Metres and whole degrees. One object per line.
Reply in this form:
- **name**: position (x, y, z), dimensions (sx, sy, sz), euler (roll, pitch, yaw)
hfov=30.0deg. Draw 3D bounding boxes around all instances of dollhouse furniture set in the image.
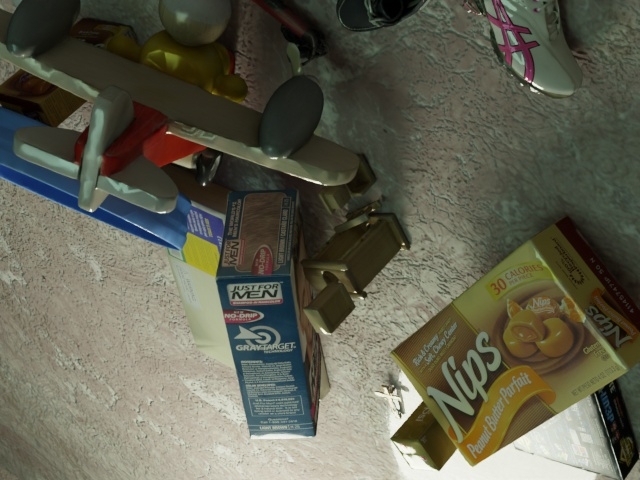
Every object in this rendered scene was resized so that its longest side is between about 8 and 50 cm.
- **dollhouse furniture set**: position (0.000, 0.000, 1.563), dimensions (0.101, 0.182, 0.161), euler (3, 129, 48)

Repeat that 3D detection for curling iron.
- **curling iron**: position (-0.100, -0.308, 1.463), dimensions (0.274, 0.035, 0.068), euler (41, 149, 6)

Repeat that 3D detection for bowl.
- **bowl**: position (-0.363, -0.097, 1.714), dimensions (0.391, 0.077, 0.391), euler (23, 174, 2)

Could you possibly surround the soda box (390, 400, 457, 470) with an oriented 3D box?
- **soda box**: position (0.179, 0.231, 1.623), dimensions (0.061, 0.181, 0.058), euler (-11, 119, 54)

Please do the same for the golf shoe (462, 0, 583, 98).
- **golf shoe**: position (0.204, -0.221, 1.179), dimensions (0.186, 0.067, 0.086), euler (51, 147, -8)

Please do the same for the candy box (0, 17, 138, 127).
- **candy box**: position (-0.359, -0.240, 1.699), dimensions (0.109, 0.187, 0.053), euler (17, 141, 37)

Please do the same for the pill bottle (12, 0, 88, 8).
- **pill bottle**: position (-0.390, -0.437, 1.533), dimensions (0.160, 0.160, 0.283), euler (9, 134, 44)

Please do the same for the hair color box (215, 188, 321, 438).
- **hair color box**: position (-0.067, 0.112, 1.707), dimensions (0.105, 0.174, 0.347), euler (-3, 134, 5)

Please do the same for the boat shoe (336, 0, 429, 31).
- **boat shoe**: position (0.070, -0.266, 1.284), dimensions (0.075, 0.065, 0.206), euler (53, 148, -14)

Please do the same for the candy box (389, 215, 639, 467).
- **candy box**: position (0.238, 0.130, 1.448), dimensions (0.183, 0.087, 0.316), euler (55, 140, 10)

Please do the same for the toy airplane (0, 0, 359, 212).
- **toy airplane**: position (-0.189, -0.184, 1.401), dimensions (0.384, 0.386, 0.272), euler (40, 114, 48)

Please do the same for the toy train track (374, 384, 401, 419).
- **toy train track**: position (0.114, 0.253, 1.888), dimensions (0.048, 0.014, 0.083), euler (10, 140, 34)

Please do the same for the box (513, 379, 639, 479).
- **box**: position (0.309, 0.205, 1.567), dimensions (0.175, 0.051, 0.220), euler (9, 134, 44)

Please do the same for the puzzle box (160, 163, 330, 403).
- **puzzle box**: position (-0.129, 0.079, 1.933), dimensions (0.272, 0.052, 0.409), euler (24, 143, 31)
